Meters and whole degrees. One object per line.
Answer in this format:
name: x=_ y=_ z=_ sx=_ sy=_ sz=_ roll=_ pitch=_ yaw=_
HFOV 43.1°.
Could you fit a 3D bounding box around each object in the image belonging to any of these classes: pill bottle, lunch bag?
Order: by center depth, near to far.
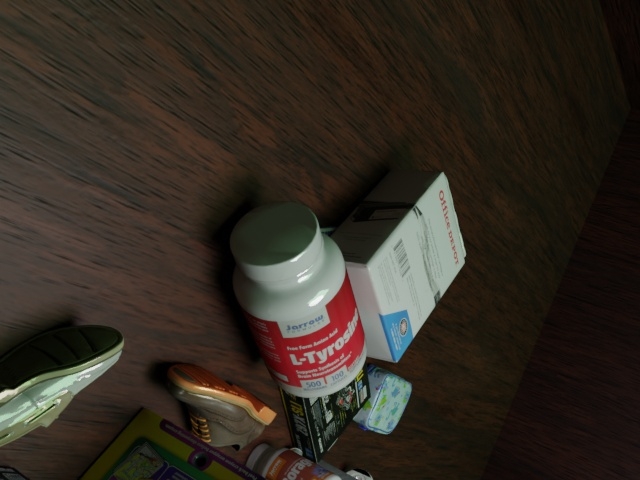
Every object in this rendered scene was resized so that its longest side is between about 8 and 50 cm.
pill bottle: x=-0.046 y=0.122 z=1.656 sx=0.229 sy=0.229 sz=0.407 roll=-50 pitch=143 yaw=-29
pill bottle: x=-0.066 y=0.559 z=1.884 sx=0.121 sy=0.216 sz=0.121 roll=-34 pitch=134 yaw=-45
lunch bag: x=0.168 y=0.458 z=2.306 sx=0.219 sy=0.090 sz=0.176 roll=35 pitch=76 yaw=-58

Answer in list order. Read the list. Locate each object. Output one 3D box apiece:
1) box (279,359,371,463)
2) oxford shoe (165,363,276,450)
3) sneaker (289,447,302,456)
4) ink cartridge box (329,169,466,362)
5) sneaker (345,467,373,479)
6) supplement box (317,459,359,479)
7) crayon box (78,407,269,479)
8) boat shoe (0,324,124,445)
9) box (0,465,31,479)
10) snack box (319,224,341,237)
box: x=0.017 y=0.365 z=2.036 sx=0.257 sy=0.079 sz=0.322 roll=-46 pitch=142 yaw=-36
oxford shoe: x=-0.212 y=0.351 z=1.636 sx=0.132 sy=0.130 sz=0.363 roll=-56 pitch=145 yaw=-8
sneaker: x=-0.099 y=0.613 z=1.993 sx=0.215 sy=0.083 sz=0.084 roll=-57 pitch=145 yaw=-22
ink cartridge box: x=0.176 y=0.049 z=1.943 sx=0.395 sy=0.166 sz=0.285 roll=-47 pitch=131 yaw=-40
sneaker: x=0.072 y=0.835 z=2.362 sx=0.322 sy=0.130 sz=0.236 roll=-64 pitch=158 yaw=-18
supplement box: x=0.019 y=0.645 z=2.062 sx=0.114 sy=0.220 sz=0.111 roll=17 pitch=94 yaw=-60
crayon box: x=-0.270 y=0.503 z=1.400 sx=0.313 sy=0.363 sz=0.106 roll=-50 pitch=144 yaw=-29
boat shoe: x=-0.439 y=0.226 z=1.238 sx=0.302 sy=0.113 sz=0.103 roll=-23 pitch=128 yaw=-37
box: x=-0.585 y=0.481 z=1.179 sx=0.242 sy=0.076 sz=0.307 roll=32 pitch=80 yaw=-58
snack box: x=0.000 y=0.000 z=1.853 sx=0.178 sy=0.022 sz=0.064 roll=-7 pitch=111 yaw=-56
